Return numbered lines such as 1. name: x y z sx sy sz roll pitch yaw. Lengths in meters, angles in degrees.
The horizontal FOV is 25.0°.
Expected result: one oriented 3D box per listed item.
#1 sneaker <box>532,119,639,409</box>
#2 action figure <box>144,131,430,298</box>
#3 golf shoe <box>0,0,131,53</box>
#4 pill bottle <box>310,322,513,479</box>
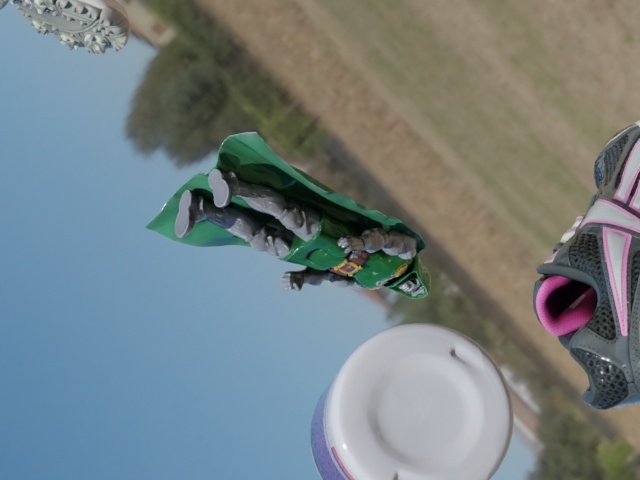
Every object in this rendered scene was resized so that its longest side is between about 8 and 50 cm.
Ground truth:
1. sneaker: 0.116 0.006 0.555 0.178 0.077 0.072 -80 -30 -70
2. action figure: 0.000 0.000 1.108 0.232 0.137 0.063 20 -127 -36
3. golf shoe: -0.186 -0.186 0.973 0.176 0.086 0.069 26 165 28
4. pill bottle: 0.050 0.120 0.912 0.108 0.108 0.193 46 166 6
